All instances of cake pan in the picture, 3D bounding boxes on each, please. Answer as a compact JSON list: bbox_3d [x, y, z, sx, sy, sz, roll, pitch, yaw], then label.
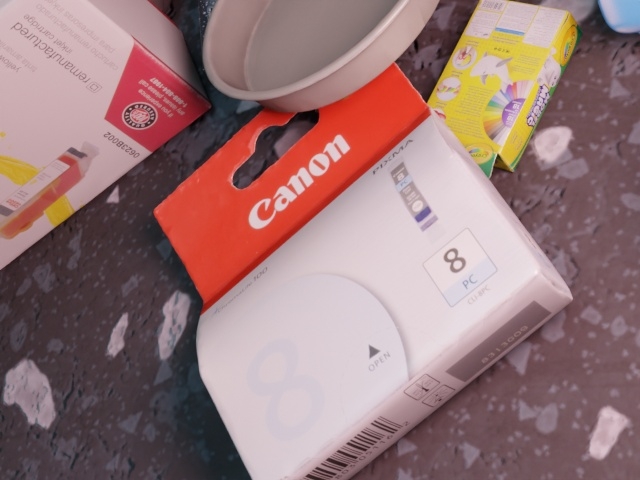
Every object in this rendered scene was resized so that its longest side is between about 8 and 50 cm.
[{"bbox_3d":[0.010,-0.245,1.264,0.293,0.054,0.293,-25,44,27],"label":"cake pan"}]

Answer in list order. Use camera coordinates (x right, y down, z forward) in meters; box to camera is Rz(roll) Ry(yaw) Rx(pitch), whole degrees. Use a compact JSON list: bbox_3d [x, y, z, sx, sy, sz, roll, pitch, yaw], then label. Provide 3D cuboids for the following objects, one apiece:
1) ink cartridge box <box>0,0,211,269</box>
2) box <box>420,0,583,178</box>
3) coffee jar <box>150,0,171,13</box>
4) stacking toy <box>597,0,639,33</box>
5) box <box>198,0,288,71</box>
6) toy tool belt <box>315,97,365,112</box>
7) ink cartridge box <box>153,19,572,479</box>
[{"bbox_3d":[-0.362,-0.148,1.408,0.384,0.279,0.160,-36,51,14],"label":"ink cartridge box"},{"bbox_3d":[0.163,-0.140,1.198,0.105,0.043,0.179,20,76,39],"label":"box"},{"bbox_3d":[-0.264,-0.314,1.563,0.184,0.079,0.096,-2,64,33],"label":"coffee jar"},{"bbox_3d":[0.281,-0.338,1.171,0.175,0.166,0.302,-24,41,3],"label":"stacking toy"},{"bbox_3d":[-0.065,-0.303,1.443,0.159,0.044,0.233,-23,54,22],"label":"box"},{"bbox_3d":[0.039,-0.120,1.265,0.083,0.051,0.052,4,68,36],"label":"toy tool belt"},{"bbox_3d":[0.000,0.000,1.165,0.308,0.091,0.385,-41,57,14],"label":"ink cartridge box"}]
